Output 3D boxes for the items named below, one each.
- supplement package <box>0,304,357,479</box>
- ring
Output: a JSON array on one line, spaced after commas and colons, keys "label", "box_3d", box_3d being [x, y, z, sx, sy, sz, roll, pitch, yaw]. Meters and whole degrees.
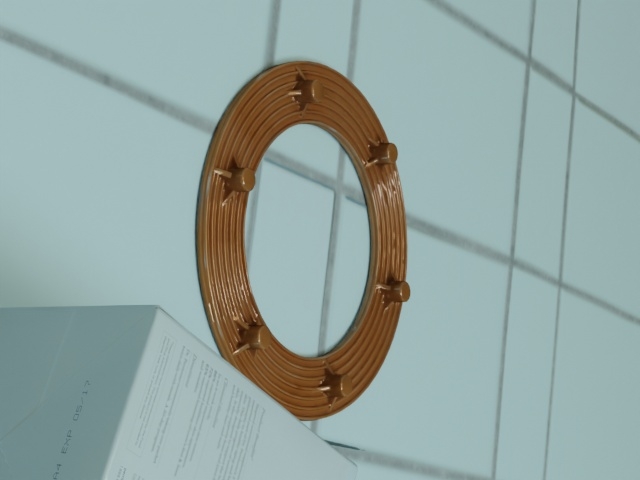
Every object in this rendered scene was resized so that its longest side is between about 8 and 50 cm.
[{"label": "supplement package", "box_3d": [-0.140, 0.192, 1.087, 0.263, 0.198, 0.199, 45, 53, -45]}, {"label": "ring", "box_3d": [0.000, 0.000, 1.451, 0.336, 0.032, 0.336, 5, 83, -56]}]
